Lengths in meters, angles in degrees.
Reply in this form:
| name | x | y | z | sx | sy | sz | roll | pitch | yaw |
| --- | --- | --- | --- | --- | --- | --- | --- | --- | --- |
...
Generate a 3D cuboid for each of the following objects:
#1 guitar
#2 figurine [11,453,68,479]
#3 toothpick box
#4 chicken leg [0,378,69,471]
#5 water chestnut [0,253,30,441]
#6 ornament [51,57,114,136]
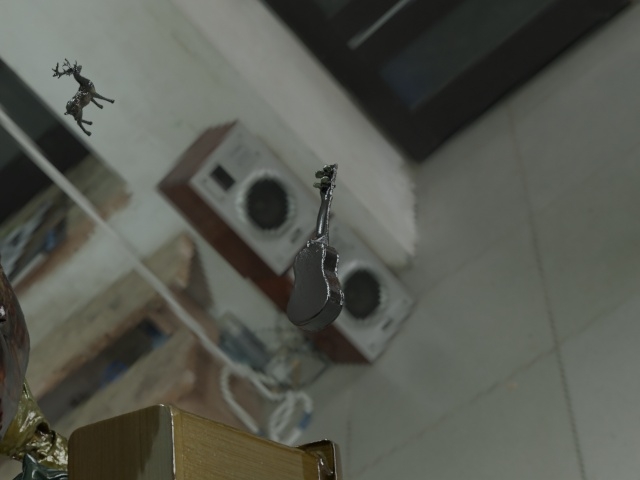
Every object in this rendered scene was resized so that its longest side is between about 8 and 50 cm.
| name | x | y | z | sx | sy | sz | roll | pitch | yaw |
| --- | --- | --- | --- | --- | --- | --- | --- | --- | --- |
| guitar | -0.001 | -0.002 | 1.868 | 0.084 | 0.038 | 0.271 | -26 | 46 | 37 |
| figurine | -0.288 | 0.424 | 1.498 | 0.186 | 0.261 | 0.381 | -21 | 63 | 34 |
| toothpick box | -0.125 | 0.299 | 1.520 | 0.190 | 0.308 | 0.187 | -17 | 62 | 27 |
| chicken leg | -0.484 | 0.307 | 2.221 | 0.153 | 0.429 | 0.201 | -37 | 20 | 44 |
| water chestnut | -0.485 | 0.113 | 1.496 | 0.302 | 0.350 | 0.350 | -11 | 21 | -4 |
| ornament | -0.367 | -0.221 | 2.049 | 0.028 | 0.125 | 0.073 | 22 | 71 | 38 |
